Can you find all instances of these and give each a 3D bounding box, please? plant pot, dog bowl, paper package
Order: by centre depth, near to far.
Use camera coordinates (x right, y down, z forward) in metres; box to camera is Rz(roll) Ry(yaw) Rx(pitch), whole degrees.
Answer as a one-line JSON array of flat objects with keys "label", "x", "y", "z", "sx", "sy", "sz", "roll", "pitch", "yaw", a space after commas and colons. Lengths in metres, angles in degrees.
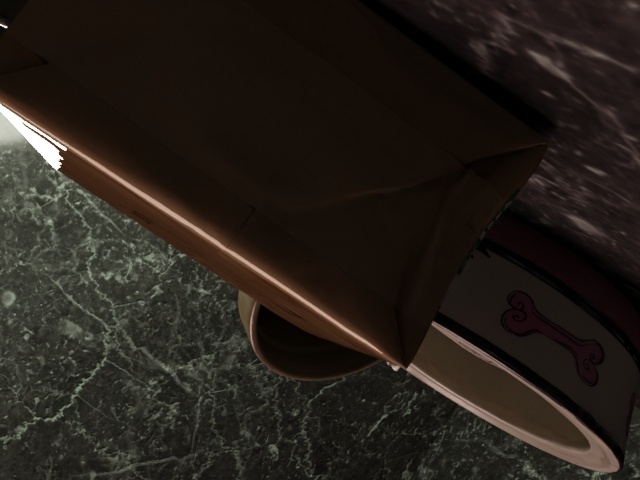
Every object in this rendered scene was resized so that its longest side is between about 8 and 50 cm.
[{"label": "paper package", "x": -0.052, "y": -0.063, "z": 0.589, "sx": 0.310, "sy": 0.168, "sz": 0.325, "roll": 34, "pitch": 171, "yaw": -6}, {"label": "dog bowl", "x": 0.194, "y": 0.098, "z": 0.941, "sx": 0.408, "sy": 0.150, "sz": 0.408, "roll": 32, "pitch": 167, "yaw": 8}, {"label": "plant pot", "x": 0.000, "y": 0.000, "z": 1.206, "sx": 0.323, "sy": 0.323, "sz": 0.280, "roll": 33, "pitch": -163, "yaw": -44}]

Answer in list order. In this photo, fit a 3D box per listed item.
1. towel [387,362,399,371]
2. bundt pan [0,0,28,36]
[{"label": "towel", "x": 0.118, "y": 0.079, "z": 1.378, "sx": 0.187, "sy": 0.049, "sz": 0.282, "roll": 121, "pitch": 136, "yaw": -69}, {"label": "bundt pan", "x": -0.315, "y": -0.270, "z": 0.992, "sx": 0.331, "sy": 0.124, "sz": 0.331, "roll": 27, "pitch": 177, "yaw": 2}]
